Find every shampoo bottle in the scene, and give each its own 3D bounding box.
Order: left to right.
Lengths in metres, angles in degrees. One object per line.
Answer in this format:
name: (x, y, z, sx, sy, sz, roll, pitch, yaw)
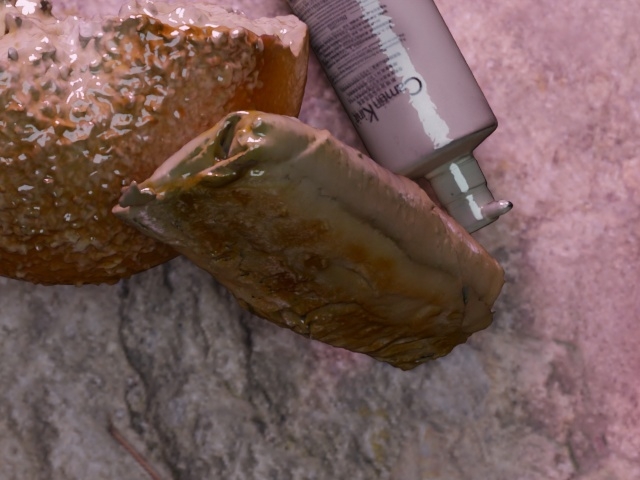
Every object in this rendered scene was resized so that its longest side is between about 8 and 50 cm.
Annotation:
shampoo bottle: (0.042, -0.124, 1.277, 0.085, 0.085, 0.262, -27, 87, -6)

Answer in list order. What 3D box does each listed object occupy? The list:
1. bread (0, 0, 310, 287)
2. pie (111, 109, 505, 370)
bread: (-0.167, -0.066, 1.202, 0.314, 0.171, 0.192, 9, 101, -16)
pie: (0.000, 0.000, 1.188, 0.128, 0.282, 0.068, -32, 53, 24)
